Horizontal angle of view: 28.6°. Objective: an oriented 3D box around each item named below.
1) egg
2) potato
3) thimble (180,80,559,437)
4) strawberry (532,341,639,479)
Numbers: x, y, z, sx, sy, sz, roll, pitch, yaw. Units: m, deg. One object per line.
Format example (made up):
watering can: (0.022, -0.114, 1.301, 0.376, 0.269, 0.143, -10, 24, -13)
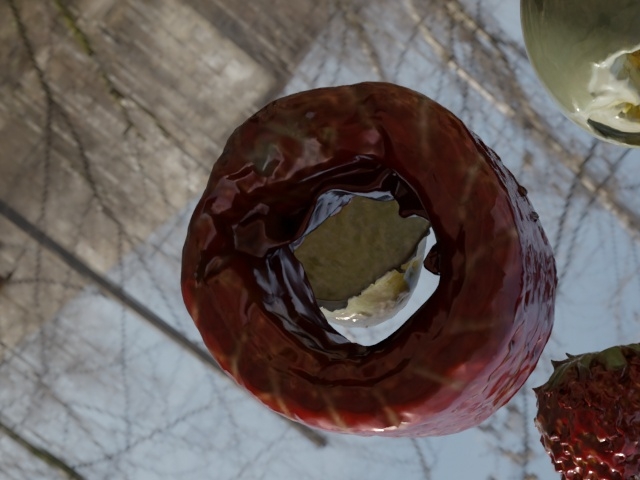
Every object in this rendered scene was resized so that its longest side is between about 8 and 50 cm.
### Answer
egg: (0.363, -0.279, 1.413, 0.278, 0.278, 0.336, -39, -141, 43)
potato: (0.000, 0.000, 1.747, 0.301, 0.289, 0.237, -33, 170, -21)
thimble: (0.054, 0.025, 1.227, 0.350, 0.350, 0.230, -49, 161, 10)
strawberry: (0.464, 0.322, 1.872, 0.292, 0.343, 0.292, -11, 172, -2)
